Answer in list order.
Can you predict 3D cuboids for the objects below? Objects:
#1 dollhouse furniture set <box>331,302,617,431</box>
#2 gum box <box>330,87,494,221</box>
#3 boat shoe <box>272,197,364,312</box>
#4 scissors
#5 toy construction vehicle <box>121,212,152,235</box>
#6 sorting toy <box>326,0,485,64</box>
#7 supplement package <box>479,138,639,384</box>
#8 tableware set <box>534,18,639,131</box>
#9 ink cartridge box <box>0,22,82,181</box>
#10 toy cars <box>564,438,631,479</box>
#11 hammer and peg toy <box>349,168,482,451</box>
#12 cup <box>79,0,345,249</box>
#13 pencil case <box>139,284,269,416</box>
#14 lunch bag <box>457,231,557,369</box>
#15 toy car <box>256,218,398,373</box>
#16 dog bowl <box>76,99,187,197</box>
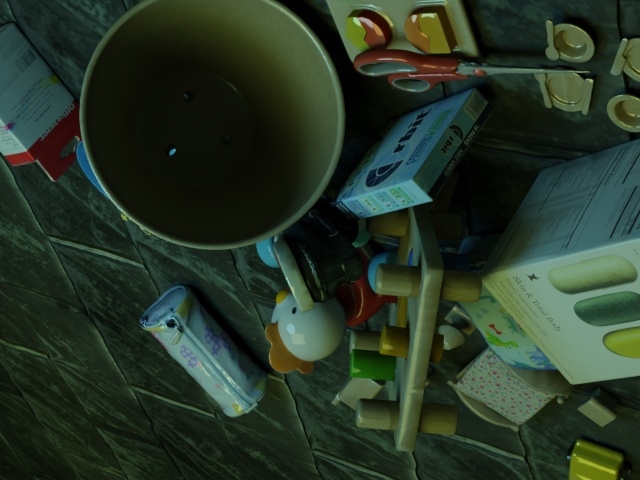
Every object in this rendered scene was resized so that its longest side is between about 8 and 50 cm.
[{"bbox_3d":[0.223,0.265,1.942,0.355,0.174,0.303,34,149,2],"label":"dollhouse furniture set"},{"bbox_3d":[0.111,-0.104,1.550,0.041,0.157,0.184,44,154,-18],"label":"gum box"},{"bbox_3d":[-0.002,-0.004,1.667,0.340,0.113,0.127,-103,-10,-79],"label":"boat shoe"},{"bbox_3d":[0.165,-0.202,1.456,0.109,0.021,0.297,25,166,-40],"label":"scissors"},{"bbox_3d":[-0.329,-0.056,2.166,0.085,0.035,0.098,22,146,21],"label":"toy construction vehicle"},{"bbox_3d":[0.080,-0.282,1.473,0.193,0.038,0.208,6,138,39],"label":"sorting toy"},{"bbox_3d":[0.369,0.020,1.450,0.199,0.198,0.262,47,146,-18],"label":"supplement package"},{"bbox_3d":[0.317,-0.182,1.400,0.168,0.020,0.141,20,145,24],"label":"tableware set"},{"bbox_3d":[-0.479,-0.215,1.998,0.078,0.134,0.231,-5,130,45],"label":"ink cartridge box"},{"bbox_3d":[0.485,0.375,1.922,0.176,0.087,0.393,40,148,-8],"label":"toy cars"},{"bbox_3d":[0.110,0.067,1.607,0.127,0.361,0.266,5,114,-4],"label":"hammer and peg toy"},{"bbox_3d":[-0.155,-0.156,1.650,0.331,0.331,0.237,42,172,-10],"label":"cup"},{"bbox_3d":[-0.212,0.207,2.331,0.273,0.113,0.124,51,167,-25],"label":"pencil case"},{"bbox_3d":[0.288,0.085,1.723,0.176,0.090,0.219,-3,133,42],"label":"lunch bag"},{"bbox_3d":[-0.017,0.086,1.867,0.210,0.238,0.219,48,146,-19],"label":"toy car"},{"bbox_3d":[-0.267,-0.139,1.960,0.166,0.074,0.297,46,148,-17],"label":"dog bowl"}]
